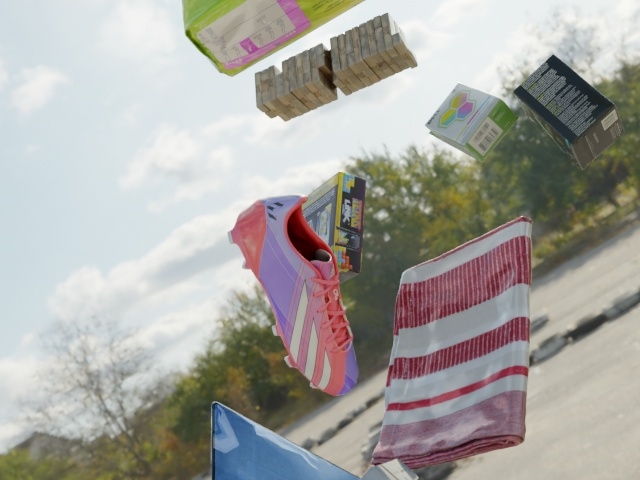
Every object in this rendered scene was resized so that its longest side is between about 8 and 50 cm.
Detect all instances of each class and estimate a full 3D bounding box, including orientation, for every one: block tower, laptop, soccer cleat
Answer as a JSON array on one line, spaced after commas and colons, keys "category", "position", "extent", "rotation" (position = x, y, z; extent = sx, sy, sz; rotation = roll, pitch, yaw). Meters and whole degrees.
[{"category": "block tower", "position": [0.027, -0.353, 1.732], "extent": [0.335, 0.097, 0.091], "rotation": [-18, -27, 25]}, {"category": "laptop", "position": [0.091, 0.363, 0.932], "extent": [0.408, 0.382, 0.236], "rotation": [-13, 50, 50]}, {"category": "soccer cleat", "position": [-0.008, 0.063, 0.904], "extent": [0.095, 0.248, 0.083], "rotation": [-18, 19, 29]}]

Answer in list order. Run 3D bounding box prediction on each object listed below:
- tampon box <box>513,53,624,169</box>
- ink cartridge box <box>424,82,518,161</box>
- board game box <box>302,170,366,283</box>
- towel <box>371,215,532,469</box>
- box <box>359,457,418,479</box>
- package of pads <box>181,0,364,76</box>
[{"category": "tampon box", "position": [0.450, -0.233, 1.522], "extent": [0.101, 0.161, 0.120], "rotation": [-42, -31, 8]}, {"category": "ink cartridge box", "position": [0.274, -0.237, 1.619], "extent": [0.109, 0.062, 0.209], "rotation": [-52, 31, 4]}, {"category": "board game box", "position": [0.000, 0.000, 1.191], "extent": [0.048, 0.141, 0.170], "rotation": [17, -25, -24]}, {"category": "towel", "position": [0.178, 0.136, 1.116], "extent": [0.237, 0.037, 0.329], "rotation": [-29, 37, 42]}, {"category": "box", "position": [0.037, 0.303, 0.902], "extent": [0.145, 0.038, 0.186], "rotation": [-49, -16, -1]}, {"category": "package of pads", "position": [-0.035, -0.354, 1.024], "extent": [0.296, 0.229, 0.101], "rotation": [-27, -41, 17]}]
